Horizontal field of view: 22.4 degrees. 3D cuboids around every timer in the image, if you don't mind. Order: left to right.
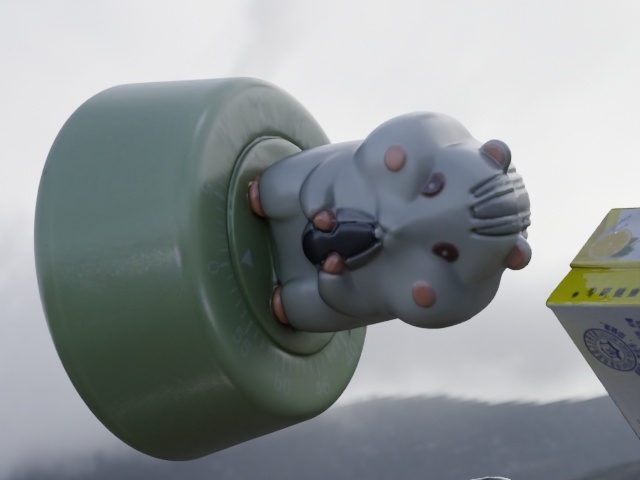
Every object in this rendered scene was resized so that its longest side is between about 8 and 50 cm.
[{"bbox_3d":[0.000,0.000,1.165,0.315,0.291,0.290,-11,-15,30],"label":"timer"}]

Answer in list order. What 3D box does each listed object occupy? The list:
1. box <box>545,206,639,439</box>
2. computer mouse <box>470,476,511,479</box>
[{"bbox_3d":[0.288,0.101,1.061,0.097,0.265,0.168,-48,24,-27],"label":"box"},{"bbox_3d":[0.169,0.313,1.363,0.269,0.170,0.100,38,-6,-12],"label":"computer mouse"}]
